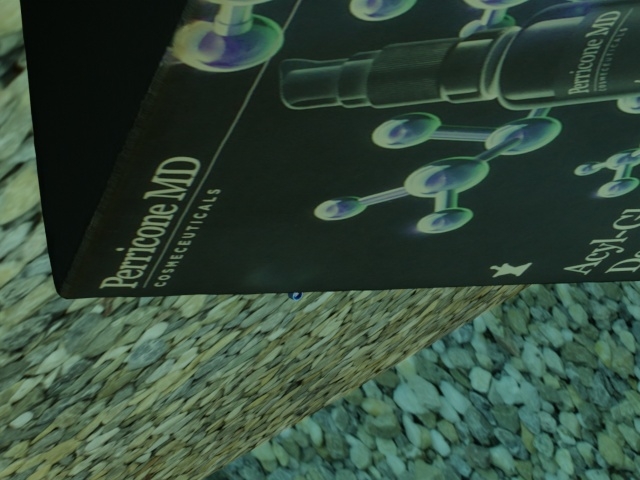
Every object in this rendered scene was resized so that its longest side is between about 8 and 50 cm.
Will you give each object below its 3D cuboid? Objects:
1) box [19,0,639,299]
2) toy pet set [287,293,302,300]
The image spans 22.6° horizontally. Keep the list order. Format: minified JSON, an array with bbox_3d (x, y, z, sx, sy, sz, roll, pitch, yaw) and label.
[{"bbox_3d":[0.085,-0.129,0.733,0.395,0.212,0.293,-1,155,-20],"label":"box"},{"bbox_3d":[0.000,0.000,1.559,0.114,0.065,0.122,-45,133,-6],"label":"toy pet set"}]
